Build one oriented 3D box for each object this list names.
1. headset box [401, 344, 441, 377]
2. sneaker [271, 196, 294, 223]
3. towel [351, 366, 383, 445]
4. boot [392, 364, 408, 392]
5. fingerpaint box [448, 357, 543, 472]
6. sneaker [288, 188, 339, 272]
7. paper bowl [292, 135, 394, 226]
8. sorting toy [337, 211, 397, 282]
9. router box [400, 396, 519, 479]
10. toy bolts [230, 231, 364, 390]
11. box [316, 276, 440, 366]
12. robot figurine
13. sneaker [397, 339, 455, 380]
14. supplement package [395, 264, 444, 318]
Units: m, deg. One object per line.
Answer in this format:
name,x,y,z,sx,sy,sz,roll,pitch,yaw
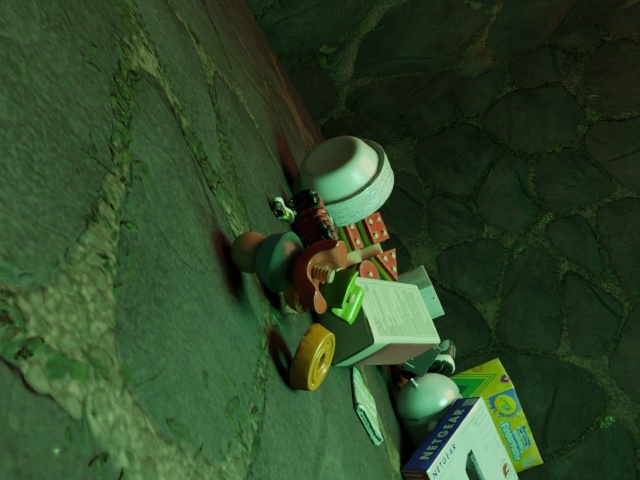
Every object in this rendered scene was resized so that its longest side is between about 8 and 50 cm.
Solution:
headset box,0.242,0.285,1.604,0.218,0.110,0.293,31,10,0
sneaker,-0.086,-0.059,1.150,0.083,0.031,0.035,51,30,-45
towel,0.101,0.360,1.147,0.152,0.023,0.113,-91,156,-70
boot,0.265,0.429,1.884,0.280,0.096,0.264,-80,149,-54
fingerpaint box,0.571,0.699,1.931,0.445,0.371,0.163,61,9,-27
sneaker,0.000,0.000,1.261,0.135,0.097,0.276,54,13,-45
paper bowl,0.055,-0.187,1.485,0.284,0.284,0.148,-104,167,-49
sorting toy,0.133,0.044,1.558,0.257,0.089,0.255,-16,84,-50
router box,0.378,0.626,1.344,0.335,0.082,0.301,-28,95,-47
toy bolts,-0.052,0.084,0.771,0.218,0.158,0.228,-63,156,-25
box,0.123,0.179,1.119,0.232,0.127,0.149,11,50,-43
robot figurine,0.353,0.552,1.560,0.300,0.199,0.353,-26,92,-83
sneaker,0.351,0.401,1.695,0.100,0.271,0.108,35,53,-8
supplement package,0.347,0.250,2.147,0.145,0.262,0.204,62,10,-19
